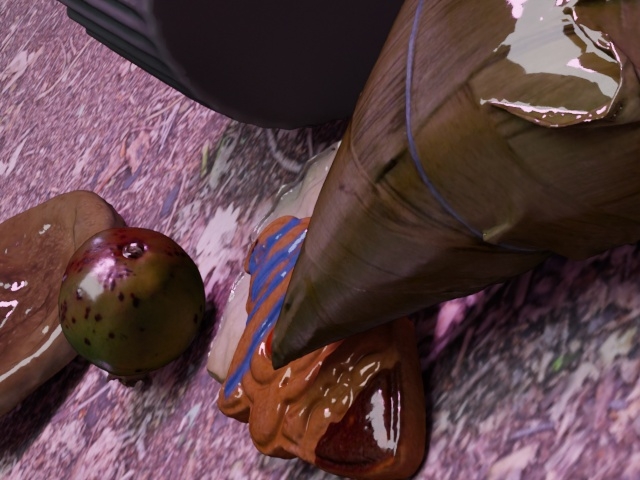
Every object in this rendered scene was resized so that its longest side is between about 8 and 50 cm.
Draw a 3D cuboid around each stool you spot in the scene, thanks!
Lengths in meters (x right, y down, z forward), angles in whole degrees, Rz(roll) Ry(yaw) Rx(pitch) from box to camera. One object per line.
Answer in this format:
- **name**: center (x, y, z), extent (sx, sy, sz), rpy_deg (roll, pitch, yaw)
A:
- **stool**: center (-0.061, -0.246, 1.360), extent (0.297, 0.297, 0.330), rpy_deg (-55, 28, 4)

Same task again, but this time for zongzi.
- **zongzi**: center (0.093, -0.106, 0.994), extent (0.360, 0.160, 0.323), rpy_deg (-34, 36, 45)

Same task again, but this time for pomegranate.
- **pomegranate**: center (-0.155, 0.052, 1.355), extent (0.130, 0.130, 0.130), rpy_deg (-44, 26, 28)

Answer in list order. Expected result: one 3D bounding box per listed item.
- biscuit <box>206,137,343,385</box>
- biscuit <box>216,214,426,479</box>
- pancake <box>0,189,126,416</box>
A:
- **biscuit**: center (0.000, 0.000, 1.214), extent (0.265, 0.040, 0.188), rpy_deg (-52, 25, 11)
- **biscuit**: center (0.000, 0.066, 1.085), extent (0.183, 0.043, 0.280), rpy_deg (-56, 28, 16)
- **pancake**: center (-0.295, 0.059, 1.636), extent (0.294, 0.049, 0.294), rpy_deg (-27, 33, 19)
